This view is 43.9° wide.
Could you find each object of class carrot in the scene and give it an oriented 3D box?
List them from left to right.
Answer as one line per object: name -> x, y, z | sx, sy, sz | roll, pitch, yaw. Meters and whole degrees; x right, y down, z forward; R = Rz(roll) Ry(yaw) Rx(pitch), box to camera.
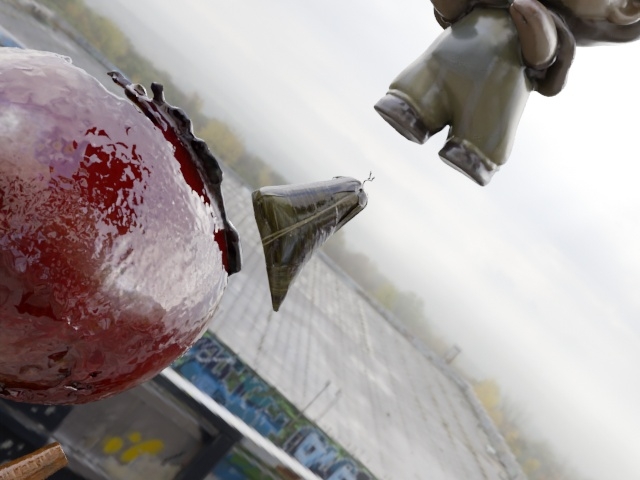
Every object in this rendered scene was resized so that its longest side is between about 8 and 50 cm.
carrot -> -0.241, 0.184, 0.606 | 0.032, 0.093, 0.032 | 51, -25, 36

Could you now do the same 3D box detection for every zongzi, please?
zongzi -> 0.000, 0.000, 1.189 | 0.084, 0.187, 0.184 | 169, -89, -74

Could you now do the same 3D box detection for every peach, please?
peach -> -0.290, -0.002, 0.860 | 0.339, 0.353, 0.417 | -10, -20, 42

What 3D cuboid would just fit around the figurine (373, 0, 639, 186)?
figurine -> 0.213, -0.229, 0.717 | 0.248, 0.380, 0.203 | 38, -1, 27
